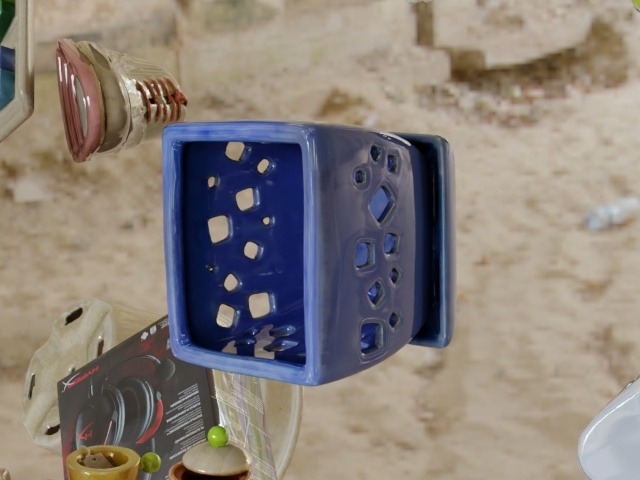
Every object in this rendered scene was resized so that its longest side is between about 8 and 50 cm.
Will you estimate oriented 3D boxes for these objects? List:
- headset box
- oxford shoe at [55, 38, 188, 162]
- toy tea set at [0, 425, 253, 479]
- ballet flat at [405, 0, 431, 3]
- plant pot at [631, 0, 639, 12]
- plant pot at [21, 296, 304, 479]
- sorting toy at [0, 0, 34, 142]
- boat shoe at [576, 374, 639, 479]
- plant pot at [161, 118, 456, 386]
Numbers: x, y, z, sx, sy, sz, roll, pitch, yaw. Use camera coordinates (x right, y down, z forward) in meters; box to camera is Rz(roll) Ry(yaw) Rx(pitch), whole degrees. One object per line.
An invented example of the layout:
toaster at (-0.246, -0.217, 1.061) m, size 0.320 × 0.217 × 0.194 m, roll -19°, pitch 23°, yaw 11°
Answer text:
headset box at (-0.168, 0.244, 1.669) m, size 0.218 × 0.110 × 0.293 m, roll -31°, pitch 46°, yaw 21°
oxford shoe at (-0.201, -0.151, 1.557) m, size 0.130 × 0.123 × 0.348 m, roll -6°, pitch 9°, yaw -7°
toy tea set at (-0.225, 0.203, 1.334) m, size 0.336 × 0.124 × 0.200 m, roll -6°, pitch 16°, yaw -29°
ballet flat at (0.041, -0.203, 1.041) m, size 0.248 × 0.086 × 0.086 m, roll 4°, pitch 16°, yaw -3°
plant pot at (0.477, -0.318, 1.699) m, size 0.228 × 0.207 × 0.227 m, roll 35°, pitch 27°, yaw -3°
plant pot at (-0.246, 0.234, 2.185) m, size 0.305 × 0.334 × 0.334 m, roll 27°, pitch -2°, yaw -34°
sorting toy at (-0.376, -0.231, 1.681) m, size 0.041 × 0.307 × 0.229 m, roll 13°, pitch -32°, yaw -33°
boat shoe at (0.285, 0.100, 1.104) m, size 0.228 × 0.080 × 0.076 m, roll -43°, pitch -4°, yaw 12°
plant pot at (0.000, 0.000, 1.440) m, size 0.212 × 0.236 × 0.236 m, roll -6°, pitch 8°, yaw -39°
